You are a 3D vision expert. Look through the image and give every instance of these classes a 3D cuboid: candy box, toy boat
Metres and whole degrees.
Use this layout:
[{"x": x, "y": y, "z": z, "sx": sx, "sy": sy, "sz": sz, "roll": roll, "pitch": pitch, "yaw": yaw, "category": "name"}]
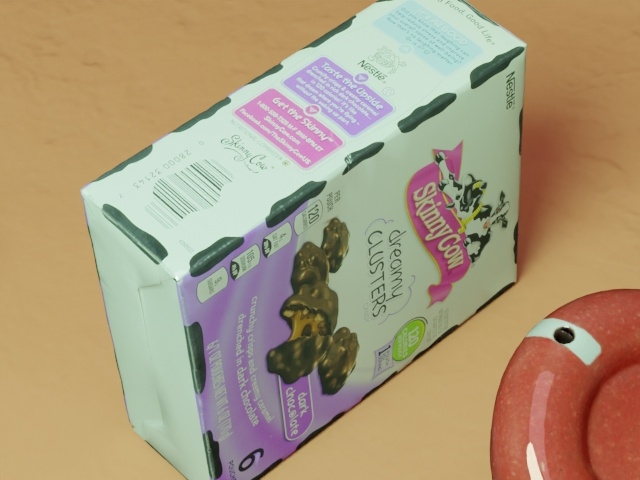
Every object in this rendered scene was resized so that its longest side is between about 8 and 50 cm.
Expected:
[{"x": 0.000, "y": 0.000, "z": 0.860, "sx": 0.196, "sy": 0.165, "sz": 0.070, "roll": -35, "pitch": 55, "yaw": -24, "category": "candy box"}, {"x": 0.178, "y": 0.091, "z": 0.773, "sx": 0.231, "sy": 0.151, "sz": 0.151, "roll": 29, "pitch": 56, "yaw": 27, "category": "toy boat"}]
